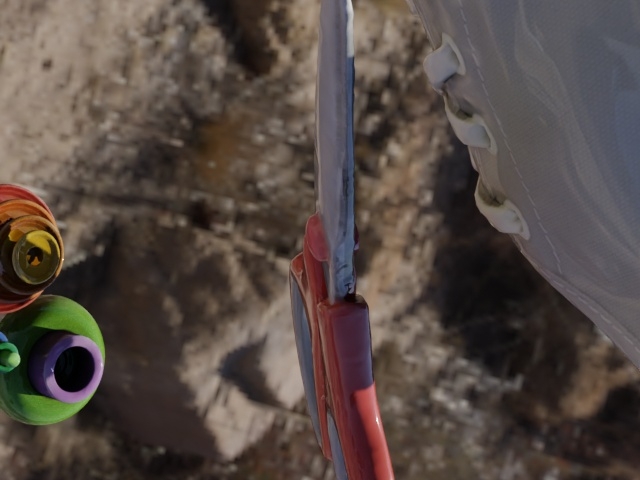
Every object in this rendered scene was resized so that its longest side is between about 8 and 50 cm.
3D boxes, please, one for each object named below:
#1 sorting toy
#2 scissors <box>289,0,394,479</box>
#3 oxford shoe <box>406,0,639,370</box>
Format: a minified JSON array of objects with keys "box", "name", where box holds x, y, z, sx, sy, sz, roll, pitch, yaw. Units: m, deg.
[{"box":[-0.108,0.030,0.631,0.061,0.042,0.102,-38,119,-30],"name":"sorting toy"},{"box":[0.000,0.000,0.534,0.297,0.021,0.109,82,-6,-49],"name":"scissors"},{"box":[0.081,-0.076,0.526,0.449,0.130,0.169,52,25,-7],"name":"oxford shoe"}]
